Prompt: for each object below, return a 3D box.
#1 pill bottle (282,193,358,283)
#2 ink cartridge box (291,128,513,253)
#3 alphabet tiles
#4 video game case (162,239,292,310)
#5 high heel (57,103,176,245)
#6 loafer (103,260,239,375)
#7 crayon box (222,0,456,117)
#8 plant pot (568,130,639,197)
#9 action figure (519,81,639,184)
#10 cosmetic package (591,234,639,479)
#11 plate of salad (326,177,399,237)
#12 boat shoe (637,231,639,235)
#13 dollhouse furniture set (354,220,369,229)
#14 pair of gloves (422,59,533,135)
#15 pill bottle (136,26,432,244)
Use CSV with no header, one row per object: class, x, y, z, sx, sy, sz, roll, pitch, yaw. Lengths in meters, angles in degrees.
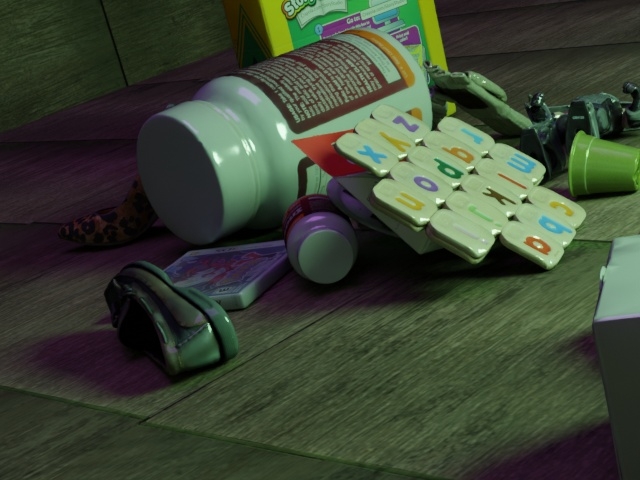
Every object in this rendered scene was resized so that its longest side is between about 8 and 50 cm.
pill bottle,0.000,0.000,1.697,0.086,0.086,0.152,-15,15,-1
ink cartridge box,0.104,-0.082,1.672,0.181,0.056,0.225,-14,51,-48
alphabet tiles,0.160,-0.063,1.613,0.278,0.021,0.284,29,30,10
video game case,-0.132,0.046,1.774,0.183,0.023,0.201,-7,17,26
high heel,-0.286,-0.095,2.104,0.261,0.186,0.093,-11,16,13
loafer,-0.188,0.086,1.561,0.084,0.096,0.267,-29,22,-25
crayon box,0.038,-0.302,2.306,0.363,0.313,0.106,-26,19,-37
plant pot,0.351,-0.089,1.732,0.079,0.083,0.083,7,23,24
action figure,0.362,-0.165,1.943,0.185,0.099,0.285,-12,11,27
cosmetic package,0.386,0.066,0.984,0.365,0.155,0.197,-9,15,21
plate of salad,0.106,-0.052,1.737,0.200,0.048,0.200,10,26,-5
boat shoe,0.403,0.001,1.148,0.367,0.136,0.156,-26,28,35
dollhouse furniture set,0.110,-0.070,1.865,0.152,0.076,0.058,-23,17,-32
pair of gloves,0.179,-0.207,2.144,0.240,0.204,0.042,6,67,44
pill bottle,-0.049,-0.147,2.007,0.392,0.224,0.224,-26,19,-37
